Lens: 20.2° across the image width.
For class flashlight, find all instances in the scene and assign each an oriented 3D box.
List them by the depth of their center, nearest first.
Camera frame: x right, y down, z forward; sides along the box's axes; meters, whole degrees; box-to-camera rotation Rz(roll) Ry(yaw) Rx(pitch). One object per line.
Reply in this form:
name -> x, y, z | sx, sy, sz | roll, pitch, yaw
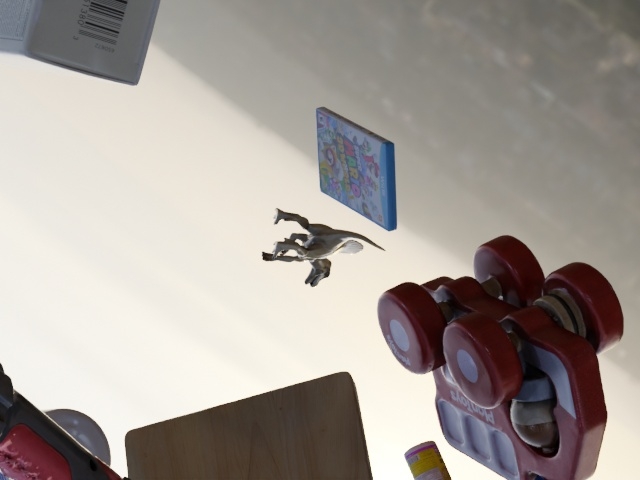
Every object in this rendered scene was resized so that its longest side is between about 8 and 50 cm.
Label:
flashlight -> -0.229, 0.186, 1.406 | 0.103, 0.103, 0.304 | 43, 175, 38

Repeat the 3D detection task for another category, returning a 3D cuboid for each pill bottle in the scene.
pill bottle -> -0.318, 0.241, 1.963 | 0.112, 0.112, 0.187 | 36, 155, -27
pill bottle -> 0.134, 0.285, 2.156 | 0.083, 0.043, 0.043 | 67, -170, 18

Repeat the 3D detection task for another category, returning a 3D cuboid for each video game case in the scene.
video game case -> 0.045, -0.092, 2.287 | 0.015, 0.119, 0.166 | -17, -152, -28

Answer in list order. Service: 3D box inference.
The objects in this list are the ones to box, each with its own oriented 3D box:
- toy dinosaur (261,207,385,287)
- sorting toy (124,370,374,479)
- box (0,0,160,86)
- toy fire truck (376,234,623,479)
toy dinosaur -> 0.000, 0.000, 1.713 | 0.092, 0.053, 0.183 | 10, 164, -15
sorting toy -> -0.060, 0.296, 1.871 | 0.089, 0.255, 0.257 | 61, -165, -56
box -> -0.278, -0.242, 1.774 | 0.121, 0.148, 0.311 | 14, -178, -31
toy fire truck -> 0.205, 0.153, 1.915 | 0.302, 0.169, 0.254 | 25, 135, 56
